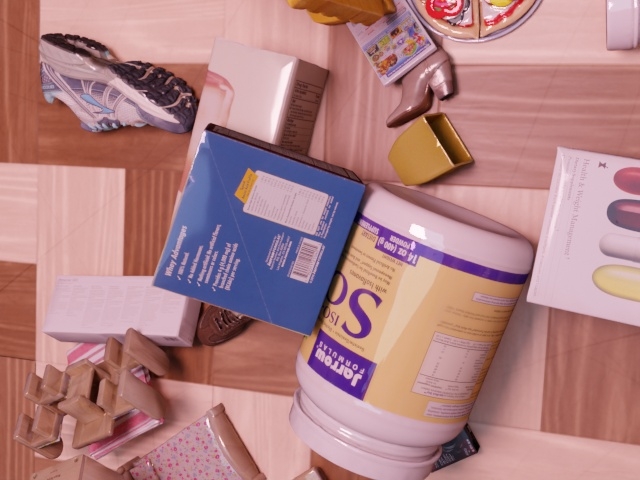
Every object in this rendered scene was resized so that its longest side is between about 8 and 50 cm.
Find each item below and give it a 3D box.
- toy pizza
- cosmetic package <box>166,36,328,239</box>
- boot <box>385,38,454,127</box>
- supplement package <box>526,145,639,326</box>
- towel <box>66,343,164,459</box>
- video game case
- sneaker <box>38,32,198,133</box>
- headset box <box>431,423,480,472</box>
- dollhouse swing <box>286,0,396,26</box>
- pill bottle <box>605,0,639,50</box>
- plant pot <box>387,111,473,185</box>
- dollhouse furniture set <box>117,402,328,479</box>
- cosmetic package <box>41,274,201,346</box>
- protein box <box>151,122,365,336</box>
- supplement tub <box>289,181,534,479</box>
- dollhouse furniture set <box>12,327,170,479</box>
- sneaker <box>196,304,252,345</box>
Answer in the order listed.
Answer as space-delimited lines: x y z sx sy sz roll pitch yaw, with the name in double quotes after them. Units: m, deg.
0.206 -0.368 1.101 0.201 0.032 0.201 2 95 19 "toy pizza"
-0.102 -0.121 1.163 0.129 0.153 0.296 18 99 16 "cosmetic package"
0.128 -0.220 1.139 0.118 0.042 0.087 -27 79 18 "boot"
0.379 -0.003 1.010 0.203 0.149 0.194 11 98 19 "supplement package"
-0.330 0.229 1.308 0.144 0.029 0.197 -31 62 17 "towel"
0.096 -0.284 1.137 0.087 0.011 0.122 -35 65 18 "video game case"
-0.312 -0.218 1.267 0.283 0.110 0.122 28 120 17 "sneaker"
0.173 0.285 1.164 0.083 0.032 0.062 -29 85 17 "headset box"
-0.149 -0.354 1.062 0.305 0.347 0.315 -29 83 27 "dollhouse swing"
0.465 -0.283 0.965 0.246 0.136 0.136 -1 94 19 "pill bottle"
0.143 -0.116 1.121 0.083 0.081 0.081 -35 83 30 "plant pot"
-0.163 0.366 1.210 0.303 0.174 0.355 -35 83 17 "dollhouse furniture set"
-0.307 0.109 1.281 0.239 0.060 0.099 0 66 19 "cosmetic package"
-0.078 -0.018 1.023 0.201 0.136 0.199 19 100 -8 "protein box"
0.108 0.114 1.062 0.241 0.241 0.331 23 101 16 "supplement tub"
-0.318 0.290 1.212 0.212 0.161 0.242 -25 43 21 "dollhouse furniture set"
-0.124 0.097 1.229 0.188 0.071 0.066 -39 82 17 "sneaker"
